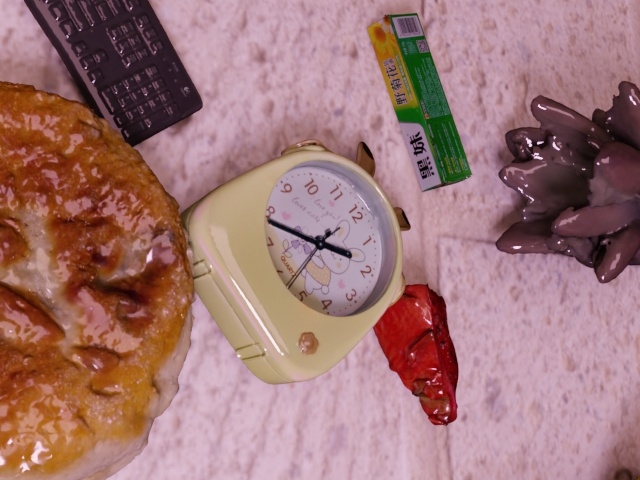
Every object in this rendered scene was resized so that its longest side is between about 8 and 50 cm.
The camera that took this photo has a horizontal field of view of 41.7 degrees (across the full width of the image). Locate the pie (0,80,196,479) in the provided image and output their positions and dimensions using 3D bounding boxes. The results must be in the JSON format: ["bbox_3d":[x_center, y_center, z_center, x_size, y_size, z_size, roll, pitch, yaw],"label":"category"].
[{"bbox_3d":[-0.219,0.027,0.553,0.315,0.092,0.315,11,70,-31],"label":"pie"}]

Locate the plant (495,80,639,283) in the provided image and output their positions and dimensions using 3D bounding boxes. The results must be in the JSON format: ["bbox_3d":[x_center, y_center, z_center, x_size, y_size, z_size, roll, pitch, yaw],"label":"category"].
[{"bbox_3d":[0.326,-0.044,0.886,0.320,0.181,0.194,4,80,-31],"label":"plant"}]

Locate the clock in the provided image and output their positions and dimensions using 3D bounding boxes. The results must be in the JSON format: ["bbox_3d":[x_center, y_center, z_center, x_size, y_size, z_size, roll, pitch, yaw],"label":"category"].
[{"bbox_3d":[0.000,0.000,0.720,0.232,0.069,0.170,-37,98,-36],"label":"clock"}]

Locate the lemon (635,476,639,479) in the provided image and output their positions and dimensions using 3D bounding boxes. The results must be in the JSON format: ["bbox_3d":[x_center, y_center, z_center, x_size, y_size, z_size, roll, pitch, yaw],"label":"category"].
[{"bbox_3d":[0.397,0.321,0.806,0.253,0.228,0.228,36,58,-43],"label":"lemon"}]

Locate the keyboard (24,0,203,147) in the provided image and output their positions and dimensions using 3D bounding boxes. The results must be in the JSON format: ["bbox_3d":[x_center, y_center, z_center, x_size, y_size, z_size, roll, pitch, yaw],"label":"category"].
[{"bbox_3d":[-0.220,-0.255,0.656,0.103,0.041,0.381,-38,99,-35],"label":"keyboard"}]

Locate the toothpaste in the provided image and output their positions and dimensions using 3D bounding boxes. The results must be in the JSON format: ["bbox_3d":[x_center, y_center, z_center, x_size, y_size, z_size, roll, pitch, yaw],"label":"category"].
[{"bbox_3d":[0.099,-0.140,0.844,0.043,0.037,0.178,-16,87,-39],"label":"toothpaste"}]

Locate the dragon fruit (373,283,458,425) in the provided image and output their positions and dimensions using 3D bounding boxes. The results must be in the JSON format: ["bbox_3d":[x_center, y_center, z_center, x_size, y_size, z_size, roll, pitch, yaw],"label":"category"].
[{"bbox_3d":[0.101,0.103,0.762,0.097,0.063,0.131,-1,78,-34],"label":"dragon fruit"}]
